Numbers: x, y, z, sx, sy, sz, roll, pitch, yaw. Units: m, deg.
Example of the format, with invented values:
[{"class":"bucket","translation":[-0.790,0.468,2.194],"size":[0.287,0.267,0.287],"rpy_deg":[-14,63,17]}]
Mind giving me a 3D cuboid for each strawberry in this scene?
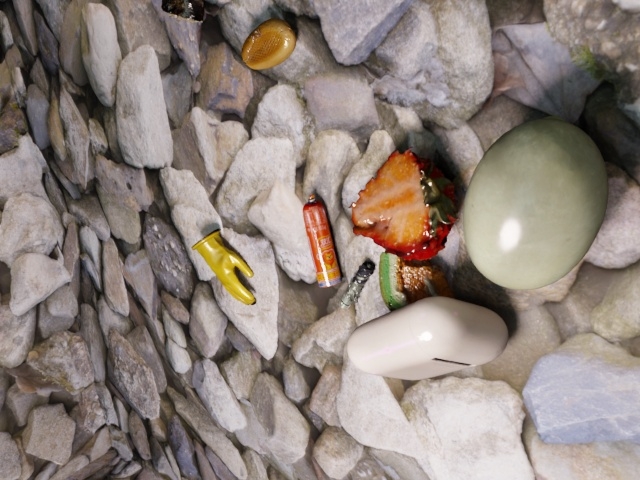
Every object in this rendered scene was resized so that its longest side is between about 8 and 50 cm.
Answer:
[{"class":"strawberry","translation":[0.221,-0.060,1.326],"size":[0.280,0.150,0.254],"rpy_deg":[-48,54,44]}]

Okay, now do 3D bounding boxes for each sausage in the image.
[{"class":"sausage","translation":[0.000,0.000,1.590],"size":[0.074,0.074,0.274],"rpy_deg":[-4,103,42]}]

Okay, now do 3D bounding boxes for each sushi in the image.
[{"class":"sushi","translation":[-0.419,-0.714,1.654],"size":[0.150,0.090,0.078],"rpy_deg":[27,115,24]}]

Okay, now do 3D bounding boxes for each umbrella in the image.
[{"class":"umbrella","translation":[0.102,0.136,1.569],"size":[0.050,0.046,0.188],"rpy_deg":[-103,32,-43]}]

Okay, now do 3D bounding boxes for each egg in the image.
[{"class":"egg","translation":[0.417,-0.064,1.069],"size":[0.258,0.258,0.352],"rpy_deg":[32,125,28]}]

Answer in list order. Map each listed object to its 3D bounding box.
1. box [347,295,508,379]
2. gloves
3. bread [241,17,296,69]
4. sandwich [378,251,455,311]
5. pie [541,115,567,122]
[{"class":"box","translation":[0.257,0.249,1.331],"size":[0.349,0.288,0.141],"rpy_deg":[-32,51,44]},{"class":"gloves","translation":[-0.324,0.111,1.919],"size":[0.294,0.116,0.133],"rpy_deg":[55,162,-2]},{"class":"bread","translation":[-0.139,-0.539,1.489],"size":[0.189,0.077,0.114],"rpy_deg":[-14,118,43]},{"class":"sandwich","translation":[0.236,0.095,1.384],"size":[0.159,0.109,0.185],"rpy_deg":[-23,68,26]},{"class":"pie","translation":[0.475,-0.215,1.117],"size":[0.084,0.021,0.084],"rpy_deg":[16,117,36]}]
